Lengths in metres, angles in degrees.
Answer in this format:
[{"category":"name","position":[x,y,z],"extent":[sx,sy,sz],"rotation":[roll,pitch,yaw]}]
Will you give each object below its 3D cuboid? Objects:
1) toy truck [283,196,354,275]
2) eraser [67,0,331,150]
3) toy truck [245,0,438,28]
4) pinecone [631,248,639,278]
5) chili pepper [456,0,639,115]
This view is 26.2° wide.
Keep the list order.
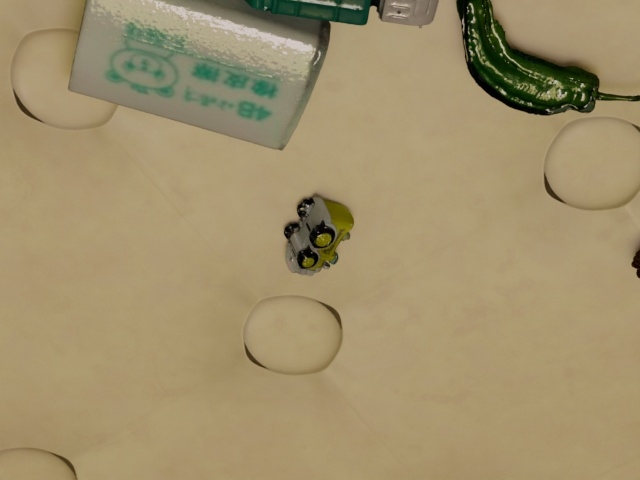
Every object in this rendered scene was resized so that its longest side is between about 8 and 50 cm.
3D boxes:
[{"category":"toy truck","position":[0.000,0.000,1.864],"extent":[0.077,0.076,0.111],"rotation":[10,126,-30]},{"category":"eraser","position":[-0.151,-0.228,1.688],"extent":[0.290,0.104,0.189],"rotation":[15,138,-9]},{"category":"toy truck","position":[0.020,-0.318,1.624],"extent":[0.253,0.124,0.114],"rotation":[8,125,-3]},{"category":"pinecone","position":[0.469,0.031,1.878],"extent":[0.077,0.077,0.083],"rotation":[-40,125,23]},{"category":"chili pepper","position":[0.270,-0.220,1.719],"extent":[0.279,0.065,0.122],"rotation":[29,122,-13]}]
